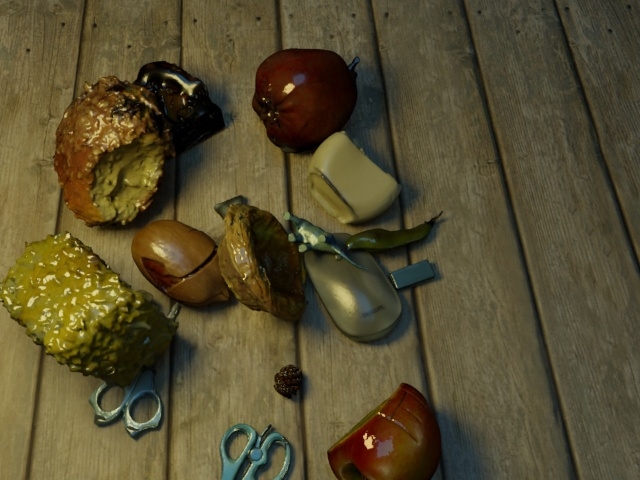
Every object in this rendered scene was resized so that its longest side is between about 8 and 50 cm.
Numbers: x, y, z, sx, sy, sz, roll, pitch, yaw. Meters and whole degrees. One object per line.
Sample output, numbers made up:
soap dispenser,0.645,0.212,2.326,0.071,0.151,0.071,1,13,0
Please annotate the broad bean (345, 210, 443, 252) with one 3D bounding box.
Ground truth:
broad bean,0.211,-0.011,1.705,0.325,0.067,0.075,-12,77,-25

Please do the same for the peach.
peach,0.166,0.474,1.412,0.274,0.249,0.245,-46,109,-33

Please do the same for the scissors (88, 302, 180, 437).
scissors,-0.447,0.319,1.561,0.191,0.029,0.360,18,66,8

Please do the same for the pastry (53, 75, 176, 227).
pastry,-0.569,-0.250,1.651,0.292,0.405,0.337,-5,41,-41

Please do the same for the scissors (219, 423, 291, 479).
scissors,-0.216,0.613,1.429,0.180,0.032,0.393,27,66,10

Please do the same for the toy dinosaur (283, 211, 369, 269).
toy dinosaur,-0.025,-0.008,1.628,0.329,0.144,0.076,33,102,34

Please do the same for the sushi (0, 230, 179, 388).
sushi,-0.557,0.167,1.459,0.397,0.351,0.240,32,74,26

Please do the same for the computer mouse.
computer mouse,0.087,0.120,1.644,0.197,0.095,0.331,-26,69,-18

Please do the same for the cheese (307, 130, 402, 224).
cheese,0.095,-0.182,1.740,0.266,0.127,0.233,47,71,-3

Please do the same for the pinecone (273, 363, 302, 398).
pinecone,-0.080,0.357,1.535,0.077,0.077,0.083,37,59,14

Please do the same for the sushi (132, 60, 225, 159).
sushi,-0.447,-0.419,1.810,0.215,0.212,0.227,-34,69,-16

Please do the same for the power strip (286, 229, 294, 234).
power strip,-0.109,0.002,1.724,0.083,0.027,0.017,-39,69,-18

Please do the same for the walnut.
walnut,-0.358,0.062,1.600,0.298,0.203,0.203,34,67,-5

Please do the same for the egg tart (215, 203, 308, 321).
egg tart,-0.161,0.064,1.553,0.150,0.352,0.352,-29,66,17

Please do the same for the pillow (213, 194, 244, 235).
pillow,-0.246,-0.068,1.735,0.091,0.055,0.135,-33,63,18

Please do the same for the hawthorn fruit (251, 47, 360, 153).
hawthorn fruit,-0.044,-0.423,1.791,0.308,0.308,0.325,36,35,14

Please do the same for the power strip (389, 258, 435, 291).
power strip,0.254,0.099,1.689,0.123,0.032,0.056,-18,66,-10
